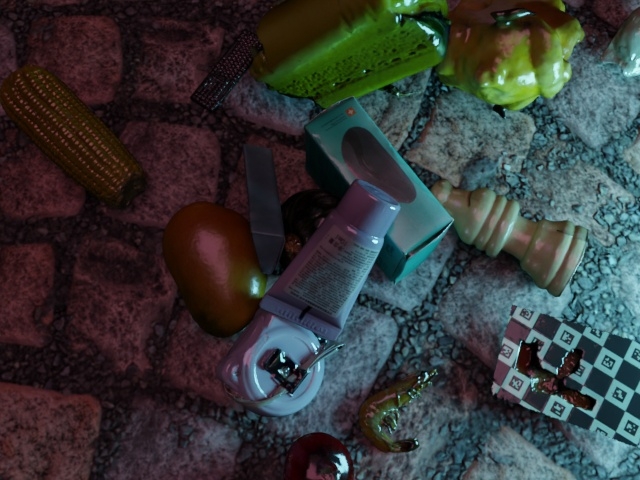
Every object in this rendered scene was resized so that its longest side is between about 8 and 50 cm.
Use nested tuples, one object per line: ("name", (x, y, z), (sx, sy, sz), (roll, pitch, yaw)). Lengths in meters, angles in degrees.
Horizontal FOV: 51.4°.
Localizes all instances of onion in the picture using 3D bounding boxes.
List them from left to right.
("onion", (-0.003, 0.399, 1.142), (0.131, 0.131, 0.131), (1, 73, -2))

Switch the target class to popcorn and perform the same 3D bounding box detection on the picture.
("popcorn", (0.380, -0.379, 1.334), (0.315, 0.281, 0.297), (-21, 43, -23))

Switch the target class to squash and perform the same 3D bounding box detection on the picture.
("squash", (-0.004, 0.002, 1.231), (0.155, 0.193, 0.193), (3, 72, -25))

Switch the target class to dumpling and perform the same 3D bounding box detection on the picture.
("dumpling", (0.705, -0.429, 1.430), (0.199, 0.118, 0.136), (-39, 75, 9))

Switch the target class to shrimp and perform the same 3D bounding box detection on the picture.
("shrimp", (0.160, 0.317, 1.218), (0.178, 0.034, 0.124), (-28, 79, -9))

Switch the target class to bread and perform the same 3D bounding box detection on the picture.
("bread", (0.063, -0.406, 1.272), (0.251, 0.376, 0.208), (18, 70, -43))

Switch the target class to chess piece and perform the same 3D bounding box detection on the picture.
("chess piece", (0.348, -0.022, 1.296), (0.307, 0.124, 0.139), (26, 106, 10))

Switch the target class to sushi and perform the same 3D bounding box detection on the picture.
("sushi", (0.463, 0.251, 1.244), (0.279, 0.043, 0.193), (17, 73, 3))

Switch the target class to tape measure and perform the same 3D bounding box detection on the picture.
("tape measure", (-0.072, 0.217, 1.176), (0.178, 0.105, 0.196), (39, 69, -21))

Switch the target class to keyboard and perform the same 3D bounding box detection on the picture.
("keyboard", (-0.196, -0.365, 1.423), (0.061, 0.013, 0.204), (32, 75, 8))

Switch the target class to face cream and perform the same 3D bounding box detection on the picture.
("face cream", (0.027, 0.035, 1.113), (0.154, 0.096, 0.274), (27, 106, -17))

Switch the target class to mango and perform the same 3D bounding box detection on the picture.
("mango", (-0.186, 0.045, 1.236), (0.175, 0.139, 0.254), (-27, 85, -4))

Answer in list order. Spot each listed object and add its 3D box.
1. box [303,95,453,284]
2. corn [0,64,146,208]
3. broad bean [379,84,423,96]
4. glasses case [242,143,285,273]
("box", (0.099, -0.090, 1.252), (0.118, 0.205, 0.311), (-34, 76, -9))
("corn", (-0.485, -0.205, 1.305), (0.344, 0.131, 0.131), (42, 76, 9))
("broad bean", (0.125, -0.448, 1.442), (0.098, 0.056, 0.318), (-14, 79, -13))
("glasses case", (-0.101, -0.068, 1.223), (0.056, 0.105, 0.266), (-11, 42, 0))
